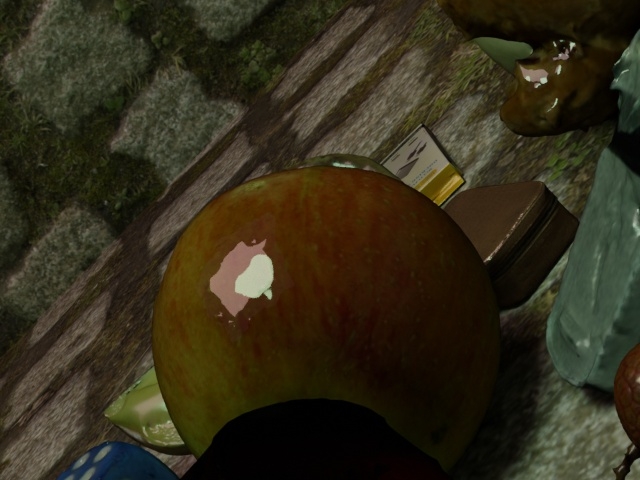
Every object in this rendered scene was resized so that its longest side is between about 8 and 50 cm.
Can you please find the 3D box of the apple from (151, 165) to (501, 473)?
[{"bbox_3d":[0.002,0.102,1.108,0.339,0.339,0.339,-42,19,18],"label":"apple"}]

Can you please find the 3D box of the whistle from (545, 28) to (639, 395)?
[{"bbox_3d":[0.310,-0.061,0.971,0.405,0.188,0.168,-44,18,10],"label":"whistle"}]

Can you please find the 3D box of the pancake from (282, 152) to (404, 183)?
[{"bbox_3d":[0.000,0.000,1.553,0.294,0.049,0.294,-8,55,12],"label":"pancake"}]

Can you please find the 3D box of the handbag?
[{"bbox_3d":[0.187,0.007,1.300,0.151,0.072,0.193,-52,20,-14],"label":"handbag"}]

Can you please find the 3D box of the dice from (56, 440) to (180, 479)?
[{"bbox_3d":[-0.269,0.357,1.495,0.146,0.146,0.143,-26,25,40],"label":"dice"}]

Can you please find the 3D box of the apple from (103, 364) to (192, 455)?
[{"bbox_3d":[-0.128,0.204,1.527,0.265,0.120,0.193,-41,39,-18],"label":"apple"}]

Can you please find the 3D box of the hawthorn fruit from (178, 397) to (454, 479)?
[{"bbox_3d":[-0.012,0.268,0.838,0.316,0.316,0.316,-42,19,18],"label":"hawthorn fruit"}]

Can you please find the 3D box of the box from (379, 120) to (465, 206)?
[{"bbox_3d":[0.135,-0.092,1.685,0.129,0.033,0.247,-44,18,9],"label":"box"}]

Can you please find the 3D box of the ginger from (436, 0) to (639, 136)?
[{"bbox_3d":[0.297,-0.212,1.097,0.152,0.357,0.274,-83,14,-68],"label":"ginger"}]

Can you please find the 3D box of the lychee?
[{"bbox_3d":[0.258,0.123,0.842,0.140,0.101,0.114,-32,32,23],"label":"lychee"}]

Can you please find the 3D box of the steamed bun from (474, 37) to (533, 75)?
[{"bbox_3d":[0.340,-0.311,1.306,0.312,0.233,0.334,2,-50,-52],"label":"steamed bun"}]
